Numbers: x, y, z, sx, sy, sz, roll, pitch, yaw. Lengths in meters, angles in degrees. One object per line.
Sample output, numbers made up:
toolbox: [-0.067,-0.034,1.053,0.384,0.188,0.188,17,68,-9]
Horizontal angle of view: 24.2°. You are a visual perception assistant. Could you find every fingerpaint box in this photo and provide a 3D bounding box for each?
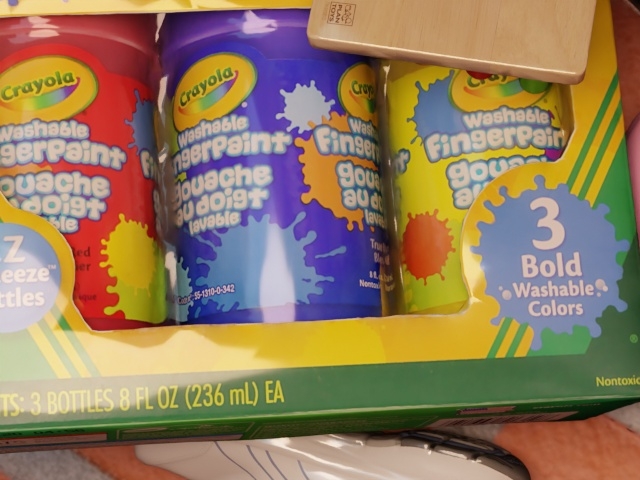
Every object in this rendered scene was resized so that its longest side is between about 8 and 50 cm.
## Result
fingerpaint box: [-0.034,-0.060,0.972,0.445,0.163,0.371,-2,77,-8]

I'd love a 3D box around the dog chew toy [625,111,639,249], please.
dog chew toy: [0.293,0.001,0.910,0.207,0.332,0.206,0,108,0]

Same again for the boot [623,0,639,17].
boot: [0.259,-0.199,1.007,0.090,0.248,0.207,-11,55,40]

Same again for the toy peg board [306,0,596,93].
toy peg board: [0.088,-0.167,0.903,0.161,0.079,0.161,9,72,8]

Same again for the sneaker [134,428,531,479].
sneaker: [-0.004,0.185,1.074,0.297,0.111,0.129,10,90,20]
